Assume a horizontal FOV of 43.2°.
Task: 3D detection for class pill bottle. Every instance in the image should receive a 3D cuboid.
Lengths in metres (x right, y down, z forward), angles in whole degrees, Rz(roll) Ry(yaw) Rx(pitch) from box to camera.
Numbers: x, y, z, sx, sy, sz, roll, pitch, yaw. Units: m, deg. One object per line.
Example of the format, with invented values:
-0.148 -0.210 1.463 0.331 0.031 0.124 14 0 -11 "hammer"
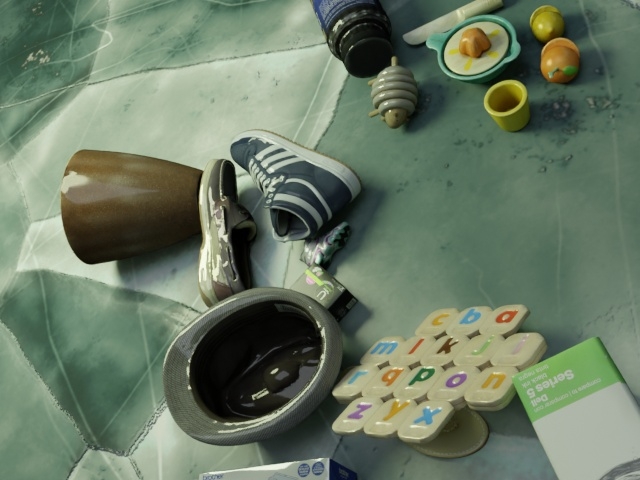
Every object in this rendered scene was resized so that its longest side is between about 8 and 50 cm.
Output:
0.061 -0.408 1.500 0.123 0.123 0.219 -27 53 13 "pill bottle"

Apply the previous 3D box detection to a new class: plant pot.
-0.317 -0.066 1.480 0.231 0.215 0.215 -2 61 11 "plant pot"

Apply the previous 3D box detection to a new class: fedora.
-0.087 0.201 1.229 0.276 0.124 0.243 -30 55 0 "fedora"

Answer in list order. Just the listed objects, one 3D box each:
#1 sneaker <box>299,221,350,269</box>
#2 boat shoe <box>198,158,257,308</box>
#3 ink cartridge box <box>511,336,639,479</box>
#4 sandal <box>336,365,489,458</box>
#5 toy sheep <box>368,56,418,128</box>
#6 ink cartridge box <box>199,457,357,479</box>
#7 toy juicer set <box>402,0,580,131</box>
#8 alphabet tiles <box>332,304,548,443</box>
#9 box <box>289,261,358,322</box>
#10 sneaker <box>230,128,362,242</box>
0.000 0.000 1.352 0.069 0.038 0.098 32 80 37 "sneaker"
-0.155 -0.017 1.413 0.092 0.103 0.285 -10 62 18 "boat shoe"
0.340 0.275 0.907 0.115 0.198 0.272 -28 53 12 "ink cartridge box"
0.112 0.231 1.132 0.240 0.079 0.088 18 73 35 "sandal"
0.127 -0.257 1.402 0.091 0.091 0.132 -8 78 25 "toy sheep"
-0.061 0.351 1.147 0.207 0.097 0.046 -13 57 21 "ink cartridge box"
0.292 -0.344 1.358 0.209 0.089 0.329 -39 51 4 "toy juicer set"
0.152 0.173 1.076 0.284 0.021 0.278 -9 25 46 "alphabet tiles"
0.005 0.086 1.292 0.062 0.052 0.083 -48 53 -4 "box"
-0.083 -0.094 1.394 0.282 0.099 0.153 22 59 33 "sneaker"
